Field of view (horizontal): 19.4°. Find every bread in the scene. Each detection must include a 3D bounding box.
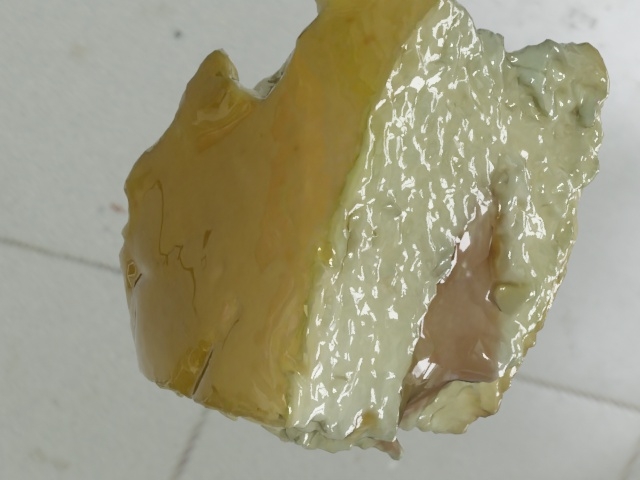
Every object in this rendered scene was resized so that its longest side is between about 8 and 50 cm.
[{"bbox_3d":[-0.001,-0.011,0.926,0.184,0.211,0.224,20,81,-41],"label":"bread"}]
